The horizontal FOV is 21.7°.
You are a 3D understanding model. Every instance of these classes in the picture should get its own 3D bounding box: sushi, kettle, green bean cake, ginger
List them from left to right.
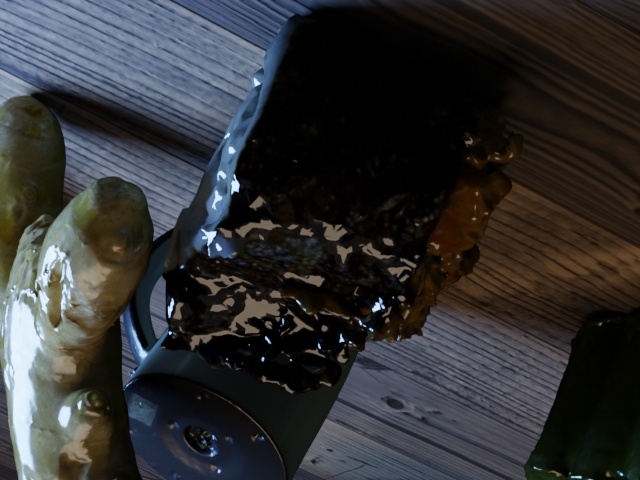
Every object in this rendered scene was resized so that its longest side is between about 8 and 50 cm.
[{"bbox_3d":[-0.221,0.079,1.357,0.122,0.348,0.363,-6,-161,-32],"label":"ginger"},{"bbox_3d":[-0.074,0.082,1.467,0.221,0.236,0.161,29,141,6],"label":"kettle"},{"bbox_3d":[0.000,0.000,1.237,0.207,0.234,0.348,22,162,-4],"label":"sushi"},{"bbox_3d":[0.369,0.219,1.426,0.319,0.218,0.335,36,154,-28],"label":"green bean cake"}]
